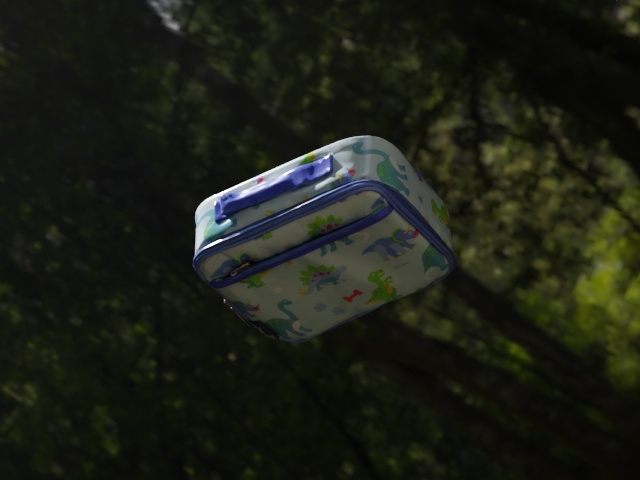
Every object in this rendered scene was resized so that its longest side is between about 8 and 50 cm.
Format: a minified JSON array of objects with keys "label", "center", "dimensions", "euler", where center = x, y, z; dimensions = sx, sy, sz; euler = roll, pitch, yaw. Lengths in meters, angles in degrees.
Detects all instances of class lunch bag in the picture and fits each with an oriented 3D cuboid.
[{"label":"lunch bag","center":[0.000,0.000,1.602],"dimensions":[0.176,0.219,0.090],"euler":[47,-150,-43]}]
